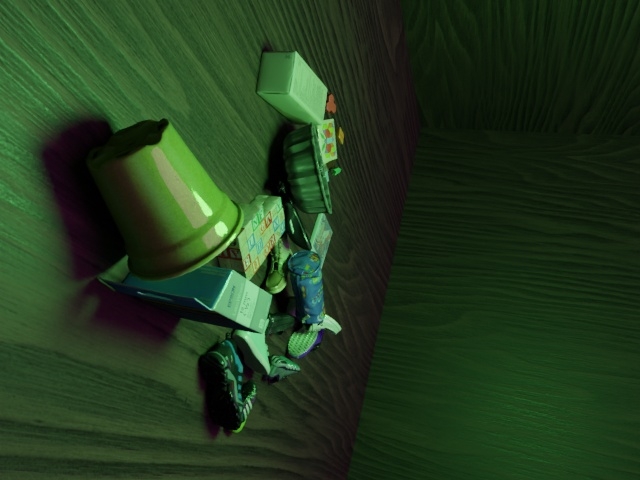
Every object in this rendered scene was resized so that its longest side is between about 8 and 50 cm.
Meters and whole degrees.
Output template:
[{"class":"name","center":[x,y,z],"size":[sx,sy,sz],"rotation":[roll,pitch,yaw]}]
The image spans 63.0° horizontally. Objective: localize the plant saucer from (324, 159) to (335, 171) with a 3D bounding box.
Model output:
[{"class":"plant saucer","center":[0.030,-0.378,2.258],"size":[0.198,0.036,0.199],"rotation":[6,90,-70]}]

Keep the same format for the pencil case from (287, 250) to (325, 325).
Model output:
[{"class":"pencil case","center":[-0.048,0.182,1.914],"size":[0.133,0.119,0.306],"rotation":[-62,156,-43]}]

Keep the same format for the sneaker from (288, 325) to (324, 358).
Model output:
[{"class":"sneaker","center":[-0.046,0.427,2.219],"size":[0.293,0.102,0.146],"rotation":[-54,146,-53]}]

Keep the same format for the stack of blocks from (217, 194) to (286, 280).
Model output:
[{"class":"stack of blocks","center":[-0.213,-0.030,1.630],"size":[0.297,0.087,0.171],"rotation":[-59,150,-49]}]

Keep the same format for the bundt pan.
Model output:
[{"class":"bundt pan","center":[-0.052,-0.241,1.849],"size":[0.331,0.124,0.331],"rotation":[-11,90,-84]}]

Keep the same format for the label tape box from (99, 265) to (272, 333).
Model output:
[{"class":"label tape box","center":[-0.296,0.116,1.220],"size":[0.348,0.249,0.115],"rotation":[53,48,-62]}]

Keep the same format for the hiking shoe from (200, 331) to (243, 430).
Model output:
[{"class":"hiking shoe","center":[-0.271,0.443,1.595],"size":[0.132,0.113,0.304],"rotation":[-49,141,-56]}]

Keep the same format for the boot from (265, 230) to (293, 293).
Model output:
[{"class":"boot","center":[-0.155,0.066,1.843],"size":[0.213,0.077,0.165],"rotation":[-68,156,-48]}]

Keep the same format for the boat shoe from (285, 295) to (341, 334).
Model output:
[{"class":"boat shoe","center":[-0.035,0.327,2.119],"size":[0.277,0.098,0.096],"rotation":[35,67,-27]}]

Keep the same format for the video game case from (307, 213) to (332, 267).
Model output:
[{"class":"video game case","center":[0.000,0.000,2.318],"size":[0.183,0.023,0.202],"rotation":[64,38,-57]}]

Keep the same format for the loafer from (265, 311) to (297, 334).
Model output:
[{"class":"loafer","center":[-0.155,0.310,1.935],"size":[0.223,0.076,0.078],"rotation":[14,89,-65]}]

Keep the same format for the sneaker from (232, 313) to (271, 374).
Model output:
[{"class":"sneaker","center":[-0.200,0.341,1.772],"size":[0.151,0.094,0.256],"rotation":[-58,147,-37]}]

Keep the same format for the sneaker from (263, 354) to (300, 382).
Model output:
[{"class":"sneaker","center":[-0.156,0.504,2.017],"size":[0.098,0.083,0.223],"rotation":[-58,151,-6]}]

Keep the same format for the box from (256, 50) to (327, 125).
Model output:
[{"class":"box","center":[-0.088,-0.507,1.766],"size":[0.311,0.121,0.148],"rotation":[22,76,-69]}]

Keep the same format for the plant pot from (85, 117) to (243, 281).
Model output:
[{"class":"plant pot","center":[-0.336,-0.100,1.081],"size":[0.254,0.275,0.276],"rotation":[66,34,-34]}]

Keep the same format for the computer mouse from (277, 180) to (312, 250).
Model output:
[{"class":"computer mouse","center":[-0.105,-0.083,1.829],"size":[0.184,0.060,0.262],"rotation":[-101,168,-80]}]

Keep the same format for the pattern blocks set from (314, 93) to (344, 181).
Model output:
[{"class":"pattern blocks set","center":[0.025,-0.414,2.160],"size":[0.285,0.026,0.325],"rotation":[-47,132,-46]}]

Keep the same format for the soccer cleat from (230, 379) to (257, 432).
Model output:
[{"class":"soccer cleat","center":[-0.261,0.550,1.740],"size":[0.072,0.060,0.179],"rotation":[61,43,-56]}]
